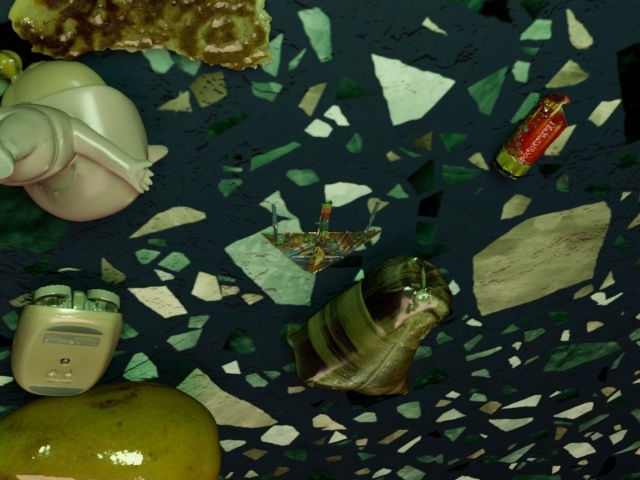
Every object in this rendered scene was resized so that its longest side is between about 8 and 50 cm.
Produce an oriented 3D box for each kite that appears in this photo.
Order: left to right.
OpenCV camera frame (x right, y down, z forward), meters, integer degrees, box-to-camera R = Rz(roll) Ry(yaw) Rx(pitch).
[{"bbox_3d":[0.000,0.000,1.102,0.183,0.010,0.160,-2,137,-13],"label":"kite"}]

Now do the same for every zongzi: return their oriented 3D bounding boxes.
[{"bbox_3d":[0.135,0.162,1.222,0.288,0.134,0.286,29,126,-37],"label":"zongzi"}]

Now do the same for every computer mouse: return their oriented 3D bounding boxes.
[{"bbox_3d":[-0.378,0.147,1.105,0.145,0.081,0.236,8,135,-23],"label":"computer mouse"}]

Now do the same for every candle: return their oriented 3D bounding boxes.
[{"bbox_3d":[0.287,-0.142,0.995,0.052,0.052,0.130,12,131,-27],"label":"candle"}]

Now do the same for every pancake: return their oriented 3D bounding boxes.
[{"bbox_3d":[-0.153,-0.245,0.775,0.266,0.057,0.244,-29,145,23],"label":"pancake"}]

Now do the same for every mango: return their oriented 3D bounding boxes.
[{"bbox_3d":[-0.347,0.340,1.199,0.378,0.264,0.221,7,97,-27],"label":"mango"}]

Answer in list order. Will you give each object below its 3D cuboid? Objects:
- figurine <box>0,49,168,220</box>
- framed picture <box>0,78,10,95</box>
[{"bbox_3d":[-0.280,-0.116,0.762,0.176,0.186,0.287,-13,176,23],"label":"figurine"},{"bbox_3d":[-0.412,-0.181,0.651,0.019,0.232,0.296,10,142,21],"label":"framed picture"}]
